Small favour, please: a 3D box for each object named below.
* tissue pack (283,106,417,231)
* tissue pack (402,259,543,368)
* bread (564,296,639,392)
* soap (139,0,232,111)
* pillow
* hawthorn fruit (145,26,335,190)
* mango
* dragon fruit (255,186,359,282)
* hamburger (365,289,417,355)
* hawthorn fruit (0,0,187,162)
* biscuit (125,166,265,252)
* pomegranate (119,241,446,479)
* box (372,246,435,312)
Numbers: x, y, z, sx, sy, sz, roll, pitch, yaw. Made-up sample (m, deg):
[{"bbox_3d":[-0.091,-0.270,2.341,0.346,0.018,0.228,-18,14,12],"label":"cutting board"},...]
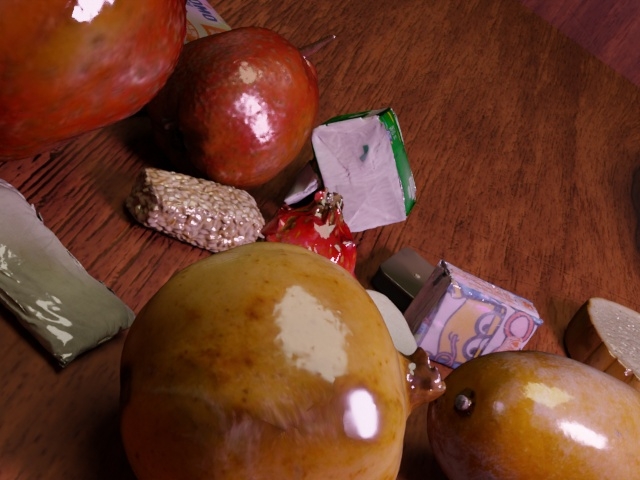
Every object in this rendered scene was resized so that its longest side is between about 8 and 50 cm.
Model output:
[{"bbox_3d":[0.037,-0.093,2.190,0.209,0.156,0.148,-48,126,-79],"label":"tissue pack"},{"bbox_3d":[0.192,0.107,2.088,0.155,0.115,0.065,24,24,-25],"label":"tissue pack"},{"bbox_3d":[0.466,0.184,2.375,0.236,0.070,0.236,28,26,-15],"label":"bread"},{"bbox_3d":[-0.231,-0.274,2.186,0.182,0.138,0.199,4,39,-52],"label":"soap"},{"bbox_3d":[-0.299,0.028,1.665,0.230,0.050,0.148,42,31,12],"label":"pillow"},{"bbox_3d":[-0.087,-0.182,2.063,0.262,0.210,0.210,-35,68,-24],"label":"hawthorn fruit"},{"bbox_3d":[0.283,0.240,1.852,0.384,0.221,0.198,20,55,-39],"label":"mango"},{"bbox_3d":[0.000,0.000,2.039,0.153,0.111,0.153,26,28,-15],"label":"dragon fruit"},{"bbox_3d":[0.079,0.121,1.997,0.084,0.054,0.121,28,28,-28],"label":"hamburger"},{"bbox_3d":[-0.354,-0.257,1.749,0.403,0.403,0.403,30,25,-15],"label":"hawthorn fruit"},{"bbox_3d":[-0.150,-0.034,1.946,0.168,0.070,0.082,16,24,-34],"label":"biscuit"},{"bbox_3d":[-0.055,0.148,1.512,0.307,0.307,0.307,30,25,-15],"label":"pomegranate"},{"bbox_3d":[0.124,0.059,2.189,0.091,0.031,0.126,40,25,7],"label":"box"}]
